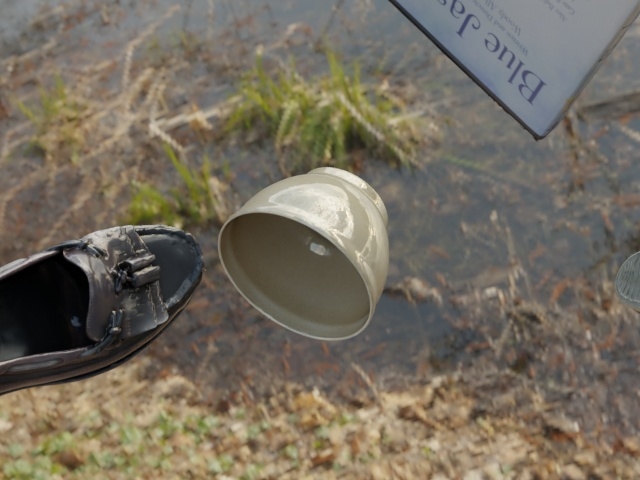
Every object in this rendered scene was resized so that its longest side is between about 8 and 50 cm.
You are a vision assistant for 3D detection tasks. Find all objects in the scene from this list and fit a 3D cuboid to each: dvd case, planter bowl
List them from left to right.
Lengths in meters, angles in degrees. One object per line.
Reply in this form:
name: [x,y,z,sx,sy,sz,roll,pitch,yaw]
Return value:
planter bowl: [0.000,0.000,1.188,0.162,0.162,0.109,9,46,32]
dvd case: [0.101,-0.178,0.673,0.180,0.253,0.022,45,65,10]

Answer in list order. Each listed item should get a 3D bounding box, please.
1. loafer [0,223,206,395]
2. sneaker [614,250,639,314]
loafer: [-0.205,0.057,0.962,0.302,0.109,0.095,-22,-5,-35]
sneaker: [0.396,0.071,1.189,0.222,0.118,0.083,26,87,57]
